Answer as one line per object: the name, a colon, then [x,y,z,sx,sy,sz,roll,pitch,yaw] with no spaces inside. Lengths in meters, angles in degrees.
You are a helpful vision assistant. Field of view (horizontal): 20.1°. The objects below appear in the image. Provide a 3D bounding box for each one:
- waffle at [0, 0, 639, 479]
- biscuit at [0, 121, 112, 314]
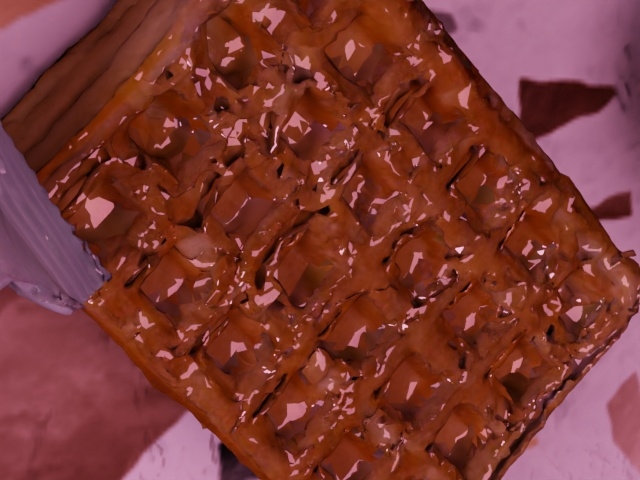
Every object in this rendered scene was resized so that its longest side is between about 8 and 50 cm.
waffle: [0.001,0.000,0.837,0.213,0.091,0.308,-50,124,-10]
biscuit: [-0.243,0.022,0.635,0.309,0.079,0.186,-35,103,-18]
